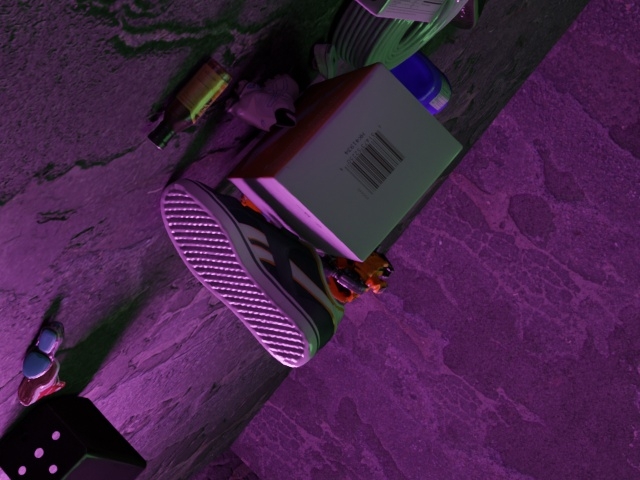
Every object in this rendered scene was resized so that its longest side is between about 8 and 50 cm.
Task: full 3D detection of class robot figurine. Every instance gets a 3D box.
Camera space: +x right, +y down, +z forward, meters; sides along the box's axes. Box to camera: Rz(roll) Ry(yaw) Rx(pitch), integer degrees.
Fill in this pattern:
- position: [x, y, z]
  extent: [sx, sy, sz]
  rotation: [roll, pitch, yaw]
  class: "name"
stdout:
- position: [0.000, 0.000, 1.838]
  extent: [0.085, 0.291, 0.211]
  rotation: [-52, 167, 25]
  class: "robot figurine"

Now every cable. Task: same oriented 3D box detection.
- position: [0.133, -0.360, 1.594]
  extent: [0.257, 0.089, 0.257]
  rotation: [-48, 170, 25]
  class: "cable"

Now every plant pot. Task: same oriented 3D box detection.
- position: [-0.449, 0.380, 1.790]
  extent: [0.188, 0.187, 0.167]
  rotation: [-46, 157, -7]
  class: "plant pot"

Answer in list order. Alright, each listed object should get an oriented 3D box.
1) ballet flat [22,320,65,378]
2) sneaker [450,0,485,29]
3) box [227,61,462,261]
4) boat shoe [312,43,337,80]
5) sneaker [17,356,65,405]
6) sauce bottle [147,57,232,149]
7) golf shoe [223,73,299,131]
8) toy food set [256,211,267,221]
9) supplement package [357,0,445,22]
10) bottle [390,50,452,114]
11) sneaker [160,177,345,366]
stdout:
- position: [-0.404, 0.159, 1.525]
  extent: [0.041, 0.041, 0.114]
  rotation: [-32, 162, -54]
  class: "ballet flat"
- position: [0.259, -0.475, 1.783]
  extent: [0.222, 0.083, 0.118]
  rotation: [83, 32, -67]
  class: "sneaker"
- position: [0.021, -0.111, 1.508]
  extent: [0.215, 0.168, 0.345]
  rotation: [-49, -167, -8]
  class: "box"
- position: [0.005, -0.272, 1.585]
  extent: [0.100, 0.035, 0.035]
  rotation: [70, 33, -73]
  class: "boat shoe"
- position: [-0.421, 0.208, 1.611]
  extent: [0.118, 0.042, 0.067]
  rotation: [-46, 168, 36]
  class: "sneaker"
- position: [-0.164, -0.168, 1.284]
  extent: [0.128, 0.042, 0.042]
  rotation: [-47, 169, 6]
  class: "sauce bottle"
- position: [-0.064, -0.187, 1.481]
  extent: [0.069, 0.086, 0.176]
  rotation: [-55, 168, 28]
  class: "golf shoe"
- position: [-0.136, 0.020, 1.656]
  extent: [0.104, 0.232, 0.111]
  rotation: [-7, 117, -27]
  class: "toy food set"
- position: [0.094, -0.391, 1.063]
  extent: [0.263, 0.199, 0.198]
  rotation: [-52, 169, 22]
  class: "supplement package"
- position: [0.195, -0.298, 1.990]
  extent: [0.092, 0.118, 0.283]
  rotation: [-44, 169, 12]
  class: "bottle"
- position: [-0.096, 0.030, 1.513]
  extent: [0.127, 0.321, 0.126]
  rotation: [-37, 177, -45]
  class: "sneaker"
